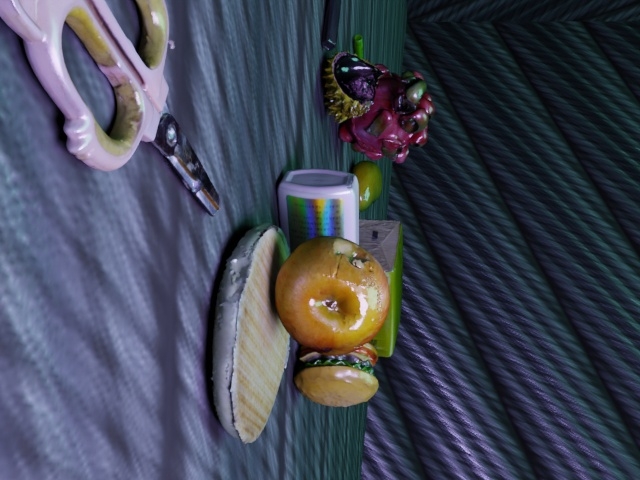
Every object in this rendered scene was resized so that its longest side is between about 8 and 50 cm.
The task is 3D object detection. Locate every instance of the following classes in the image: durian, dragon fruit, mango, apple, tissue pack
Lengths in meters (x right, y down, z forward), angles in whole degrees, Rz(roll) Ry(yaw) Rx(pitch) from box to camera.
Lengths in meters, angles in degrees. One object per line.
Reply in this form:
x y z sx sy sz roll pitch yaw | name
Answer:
0.040 -0.288 1.100 0.108 0.119 0.186 -45 -164 41 | durian
0.160 -0.279 1.245 0.198 0.273 0.218 -10 102 -42 | dragon fruit
0.125 -0.155 1.552 0.191 0.086 0.122 -61 156 -68 | mango
0.014 0.070 0.682 0.146 0.147 0.146 4 90 -79 | apple
0.114 0.113 1.373 0.200 0.168 0.274 -72 163 -52 | tissue pack

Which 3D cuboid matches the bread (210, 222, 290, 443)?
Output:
-0.080 0.109 0.691 0.267 0.041 0.266 4 90 -80 | bread

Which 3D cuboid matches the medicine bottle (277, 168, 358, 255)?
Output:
0.000 0.000 0.868 0.078 0.115 0.219 -73 163 -55 | medicine bottle

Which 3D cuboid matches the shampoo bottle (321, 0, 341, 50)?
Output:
0.023 -0.426 1.067 0.048 0.027 0.137 67 29 -72 | shampoo bottle

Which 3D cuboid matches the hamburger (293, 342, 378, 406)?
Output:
0.029 0.236 1.030 0.162 0.162 0.115 79 14 -55 | hamburger

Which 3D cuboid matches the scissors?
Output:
-0.124 -0.096 0.425 0.317 0.024 0.160 70 26 -65 | scissors

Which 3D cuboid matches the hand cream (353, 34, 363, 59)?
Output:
0.099 -0.479 1.462 0.122 0.023 0.036 81 13 -64 | hand cream
